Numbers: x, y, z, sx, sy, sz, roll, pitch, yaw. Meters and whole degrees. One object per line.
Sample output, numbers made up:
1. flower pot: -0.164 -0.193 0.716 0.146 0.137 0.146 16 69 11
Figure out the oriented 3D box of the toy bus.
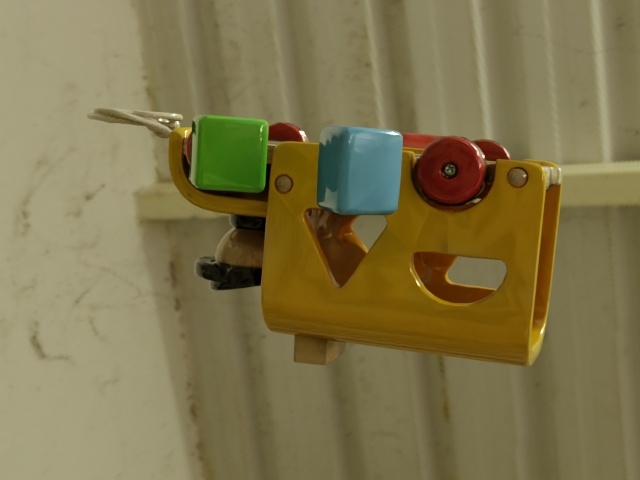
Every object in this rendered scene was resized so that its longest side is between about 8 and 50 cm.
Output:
1. toy bus: 0.010 0.002 0.527 0.202 0.191 0.104 14 -80 61
